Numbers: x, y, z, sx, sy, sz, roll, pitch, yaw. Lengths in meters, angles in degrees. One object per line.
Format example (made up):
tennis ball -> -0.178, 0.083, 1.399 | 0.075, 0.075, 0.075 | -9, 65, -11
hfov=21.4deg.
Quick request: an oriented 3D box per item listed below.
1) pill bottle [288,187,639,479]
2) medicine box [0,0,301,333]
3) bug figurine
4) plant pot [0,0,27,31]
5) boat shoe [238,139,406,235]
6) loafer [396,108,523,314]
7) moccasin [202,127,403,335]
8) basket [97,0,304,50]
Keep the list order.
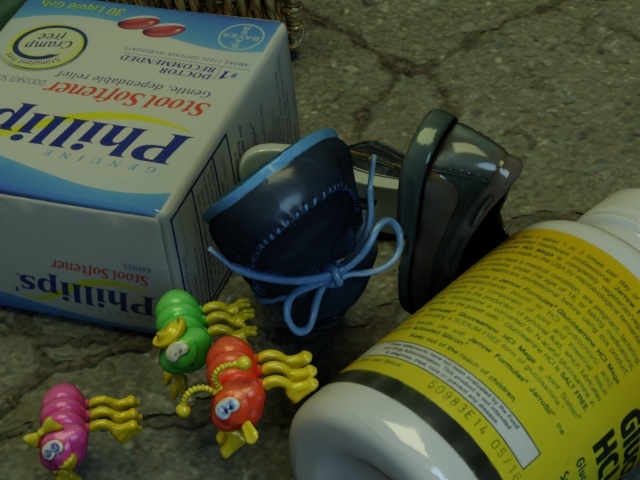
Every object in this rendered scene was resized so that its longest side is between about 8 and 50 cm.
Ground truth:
pill bottle -> 0.152, 0.104, 1.224 | 0.188, 0.188, 0.334 | 29, 52, 35
medicine box -> -0.191, -0.074, 1.510 | 0.264, 0.149, 0.289 | 9, 42, 18
bug figurine -> -0.136, 0.135, 1.221 | 0.279, 0.072, 0.216 | -41, 27, 11
plant pot -> -0.446, -0.342, 1.718 | 0.341, 0.334, 0.341 | -4, 41, 3
boat shoe -> 0.008, -0.057, 1.499 | 0.183, 0.065, 0.083 | 15, 28, -21
loafer -> 0.110, 0.000, 1.312 | 0.084, 0.267, 0.096 | 21, 67, 16
moccasin -> 0.000, 0.000, 1.281 | 0.138, 0.342, 0.116 | -33, 83, 2
basket -> -0.136, -0.350, 1.713 | 0.223, 0.299, 0.213 | -6, 39, 4
